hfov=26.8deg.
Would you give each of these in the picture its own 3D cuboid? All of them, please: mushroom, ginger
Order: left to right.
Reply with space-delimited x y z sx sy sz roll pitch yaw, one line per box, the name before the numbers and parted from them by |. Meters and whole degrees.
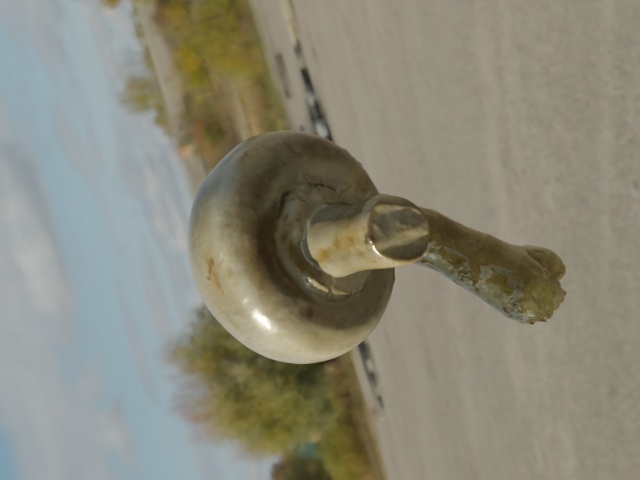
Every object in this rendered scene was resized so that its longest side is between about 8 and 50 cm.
mushroom | 0.000 0.000 1.150 0.215 0.207 0.207 -13 95 49
ginger | 0.118 0.005 1.403 0.118 0.299 0.065 -74 6 -62
